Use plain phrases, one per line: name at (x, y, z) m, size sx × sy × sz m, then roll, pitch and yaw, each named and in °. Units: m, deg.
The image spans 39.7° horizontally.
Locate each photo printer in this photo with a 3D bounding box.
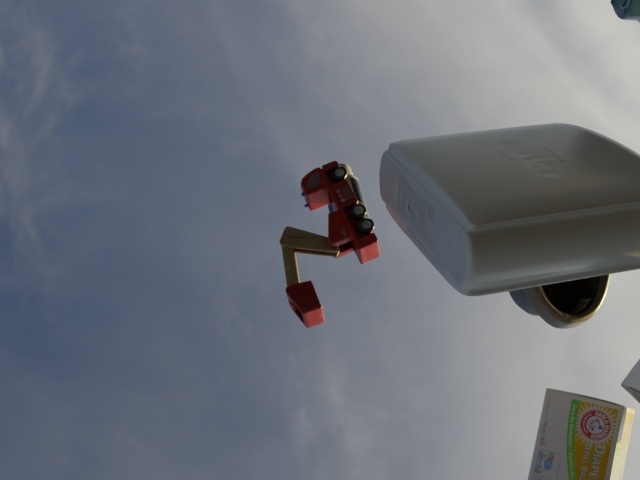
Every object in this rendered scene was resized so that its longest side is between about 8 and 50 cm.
photo printer at (0.255, -0.049, 1.038) m, size 0.307 × 0.107 × 0.256 m, roll -8°, pitch -151°, yaw -16°

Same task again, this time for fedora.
fedora at (0.454, 0.042, 1.757) m, size 0.243 × 0.124 × 0.276 m, roll 14°, pitch -106°, yaw -30°

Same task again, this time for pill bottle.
pill bottle at (0.043, -0.076, 1.577) m, size 0.067 × 0.067 × 0.120 m, roll 5°, pitch -129°, yaw -25°

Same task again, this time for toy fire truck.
toy fire truck at (0.000, 0.000, 1.114) m, size 0.135 × 0.047 × 0.192 m, roll -23°, pitch -119°, yaw -5°

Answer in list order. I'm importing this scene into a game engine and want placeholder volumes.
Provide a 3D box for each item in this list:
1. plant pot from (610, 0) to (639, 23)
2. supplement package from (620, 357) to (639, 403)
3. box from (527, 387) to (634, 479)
plant pot at (0.544, -0.426, 1.323) m, size 0.196 × 0.293 × 0.293 m, roll -5°, pitch -115°, yaw 5°
supplement package at (0.541, 0.170, 1.066) m, size 0.145 × 0.262 × 0.204 m, roll 41°, pitch -96°, yaw -19°
box at (0.344, 0.309, 1.188) m, size 0.114 × 0.103 × 0.203 m, roll 27°, pitch -105°, yaw -60°
